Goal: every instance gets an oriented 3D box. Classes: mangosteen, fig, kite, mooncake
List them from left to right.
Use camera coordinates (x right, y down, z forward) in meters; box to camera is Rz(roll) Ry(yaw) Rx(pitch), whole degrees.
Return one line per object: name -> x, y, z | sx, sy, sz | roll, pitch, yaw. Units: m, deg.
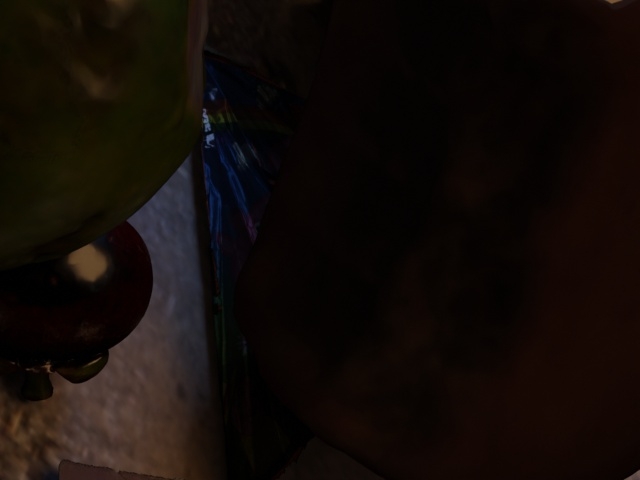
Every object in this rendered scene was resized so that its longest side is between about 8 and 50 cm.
fig -> -0.144, -0.104, 0.700 | 0.206, 0.206, 0.275 | 46, 12, -26
mangosteen -> -0.107, 0.016, 0.739 | 0.081, 0.081, 0.081 | 27, 52, -41
kite -> 0.000, 0.000, 0.934 | 0.234, 0.016, 0.321 | 57, 37, -10
mooncake -> 0.099, -0.041, 0.833 | 0.334, 0.174, 0.326 | -39, 145, -23

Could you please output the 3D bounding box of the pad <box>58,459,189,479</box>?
pad -> -0.039, 0.159, 0.799 | 0.187, 0.006, 0.113 | 17, 64, -44
